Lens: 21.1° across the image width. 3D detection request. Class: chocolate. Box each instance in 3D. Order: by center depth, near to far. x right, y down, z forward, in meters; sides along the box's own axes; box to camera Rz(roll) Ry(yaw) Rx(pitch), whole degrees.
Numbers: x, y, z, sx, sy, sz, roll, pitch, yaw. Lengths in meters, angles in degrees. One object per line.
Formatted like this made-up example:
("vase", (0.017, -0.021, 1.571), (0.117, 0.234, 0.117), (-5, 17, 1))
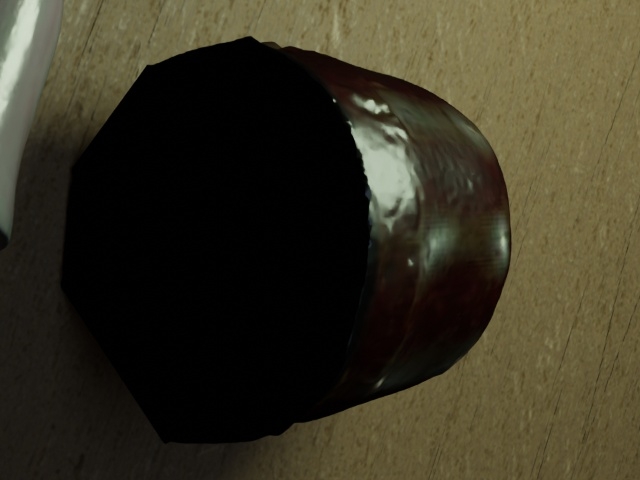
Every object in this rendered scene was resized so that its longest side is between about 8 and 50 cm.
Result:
("chocolate", (0.000, 0.000, 1.656), (0.331, 0.383, 0.384), (5, 88, -54))

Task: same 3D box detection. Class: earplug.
("earplug", (-0.309, -0.160, 1.509), (0.172, 0.172, 0.301), (28, 68, -34))
